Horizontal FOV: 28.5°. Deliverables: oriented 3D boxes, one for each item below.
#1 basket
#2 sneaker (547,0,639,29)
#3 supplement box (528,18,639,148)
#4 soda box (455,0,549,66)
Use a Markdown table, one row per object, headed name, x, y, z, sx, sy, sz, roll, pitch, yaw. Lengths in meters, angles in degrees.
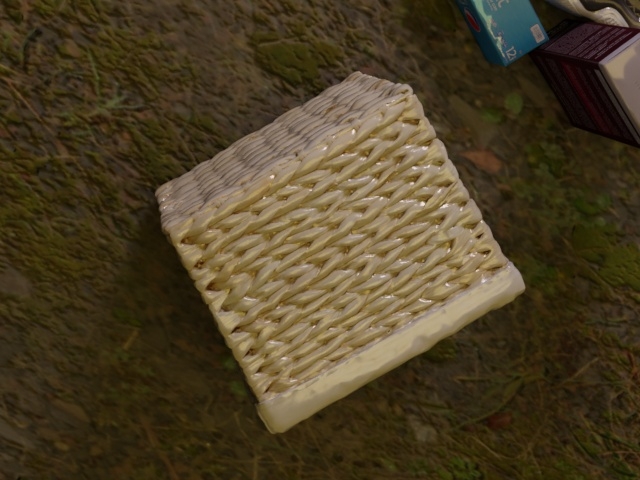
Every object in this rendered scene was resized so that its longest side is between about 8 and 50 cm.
| name | x | y | z | sx | sy | sz | roll | pitch | yaw |
| --- | --- | --- | --- | --- | --- | --- | --- | --- | --- |
| basket | 0.000 | 0.000 | 1.461 | 0.331 | 0.328 | 0.266 | -31 | 104 | -3 |
| sneaker | 0.409 | -0.329 | 1.578 | 0.269 | 0.101 | 0.153 | 20 | 101 | -13 |
| supplement box | 0.349 | -0.192 | 1.527 | 0.073 | 0.239 | 0.130 | -36 | 108 | -3 |
| soda box | 0.197 | -0.322 | 1.551 | 0.067 | 0.071 | 0.210 | -32 | 108 | -4 |
